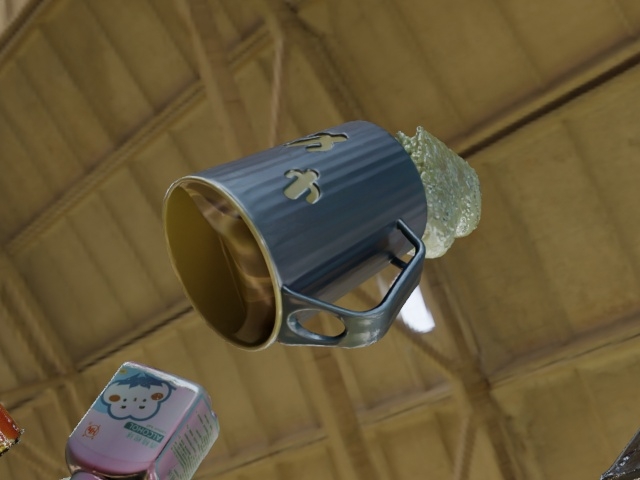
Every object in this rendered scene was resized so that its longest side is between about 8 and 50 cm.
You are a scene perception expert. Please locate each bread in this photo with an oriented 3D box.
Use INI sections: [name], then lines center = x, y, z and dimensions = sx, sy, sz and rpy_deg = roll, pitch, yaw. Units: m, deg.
[bread]
center = 0.150, -0.071, 1.574
dimensions = 0.064, 0.232, 0.172
rpy_deg = -23, -89, 33

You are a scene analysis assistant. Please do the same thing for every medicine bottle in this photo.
[medicine bottle]
center = -0.204, 0.234, 1.272
dimensions = 0.119, 0.188, 0.094
rpy_deg = 15, -38, 25

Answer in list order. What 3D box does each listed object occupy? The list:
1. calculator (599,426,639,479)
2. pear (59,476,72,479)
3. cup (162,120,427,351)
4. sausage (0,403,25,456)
[calculator]
center = 0.423, 0.181, 1.328
dimensions = 0.021, 0.262, 0.161
rpy_deg = 51, -37, 0
[pear]
center = -0.381, 0.466, 1.730
dimensions = 0.288, 0.139, 0.239
rpy_deg = -28, -115, 30
[cup]
center = 0.000, 0.000, 0.838
dimensions = 0.176, 0.155, 0.131
rpy_deg = 39, -39, 29
[sausage]
center = -0.521, 0.193, 1.649
dimensions = 0.083, 0.083, 0.264
rpy_deg = 3, -49, 50
